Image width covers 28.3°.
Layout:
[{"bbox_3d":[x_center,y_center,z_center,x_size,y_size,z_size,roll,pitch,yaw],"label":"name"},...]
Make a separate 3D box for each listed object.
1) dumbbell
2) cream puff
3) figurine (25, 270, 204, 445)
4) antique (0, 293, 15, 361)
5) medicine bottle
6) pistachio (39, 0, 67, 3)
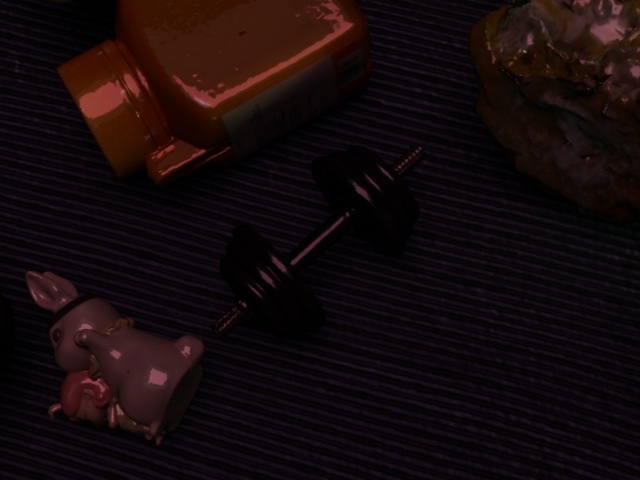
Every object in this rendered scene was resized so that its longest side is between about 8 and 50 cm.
[{"bbox_3d":[0.000,0.000,0.946,0.208,0.099,0.099,-42,73,-10],"label":"dumbbell"},{"bbox_3d":[0.229,-0.116,0.945,0.221,0.195,0.195,24,74,24],"label":"cream puff"},{"bbox_3d":[-0.168,0.090,0.935,0.146,0.081,0.098,24,74,11],"label":"figurine"},{"bbox_3d":[-0.380,0.037,0.915,0.255,0.185,0.322,-31,68,-6],"label":"antique"},{"bbox_3d":[-0.085,-0.144,0.995,0.222,0.112,0.149,-30,72,-7],"label":"medicine bottle"},{"bbox_3d":[-0.148,-0.303,1.013,0.293,0.181,0.162,-44,111,-36],"label":"pistachio"}]
